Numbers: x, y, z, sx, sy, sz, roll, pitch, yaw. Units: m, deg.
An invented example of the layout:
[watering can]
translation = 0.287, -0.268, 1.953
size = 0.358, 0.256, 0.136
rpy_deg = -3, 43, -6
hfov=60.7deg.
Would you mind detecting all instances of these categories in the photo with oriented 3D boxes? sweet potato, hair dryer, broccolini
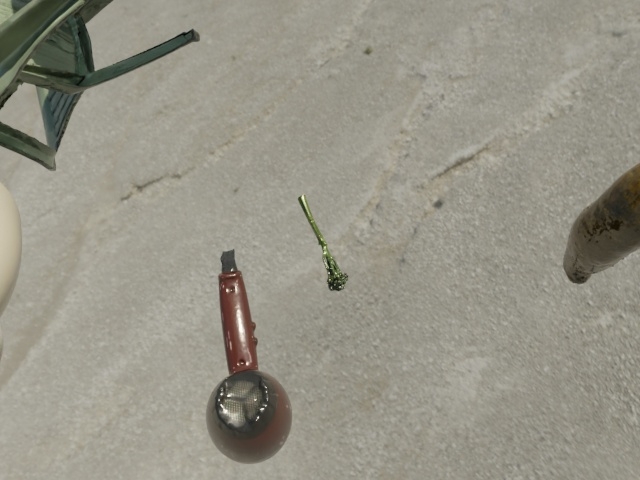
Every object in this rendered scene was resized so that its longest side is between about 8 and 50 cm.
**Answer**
[sweet potato]
translation = 0.372, -0.019, 0.641
size = 0.085, 0.112, 0.286
rpy_deg = -62, -2, -36
[hair dryer]
translation = -0.124, 0.184, 0.889
size = 0.123, 0.313, 0.341
rpy_deg = -9, 65, -6
[broccolini]
translation = -0.001, 0.000, 1.048
size = 0.044, 0.042, 0.218
rpy_deg = -41, 61, 37

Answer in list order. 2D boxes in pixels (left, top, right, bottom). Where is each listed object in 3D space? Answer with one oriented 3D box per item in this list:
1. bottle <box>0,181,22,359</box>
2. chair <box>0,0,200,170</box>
[bottle]
translation = -0.318, 0.046, 0.432
size = 0.147, 0.147, 0.237
rpy_deg = -41, 46, 8
[chair]
translation = -0.279, -0.212, 0.574
size = 0.274, 0.190, 0.204
rpy_deg = -25, 71, 22
